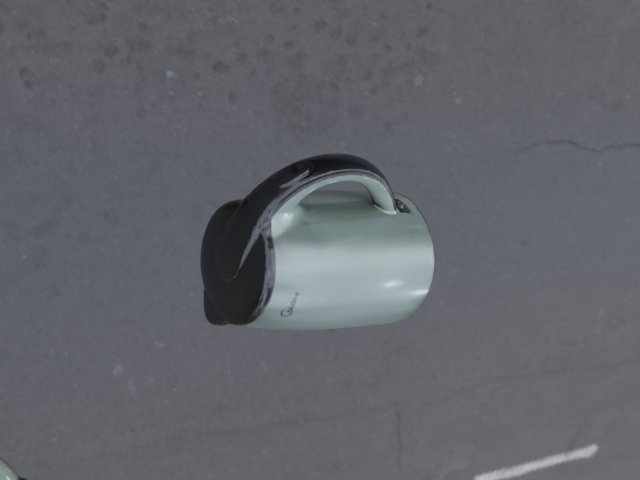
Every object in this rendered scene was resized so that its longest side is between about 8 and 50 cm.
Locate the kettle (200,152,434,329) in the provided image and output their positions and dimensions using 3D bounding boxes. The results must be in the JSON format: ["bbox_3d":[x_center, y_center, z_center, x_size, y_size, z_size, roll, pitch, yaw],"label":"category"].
[{"bbox_3d":[0.000,0.000,0.873,0.236,0.161,0.221,0,132,-37],"label":"kettle"}]

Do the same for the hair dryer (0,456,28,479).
[{"bbox_3d":[-0.199,0.226,0.672,0.229,0.092,0.267,-19,87,5],"label":"hair dryer"}]
